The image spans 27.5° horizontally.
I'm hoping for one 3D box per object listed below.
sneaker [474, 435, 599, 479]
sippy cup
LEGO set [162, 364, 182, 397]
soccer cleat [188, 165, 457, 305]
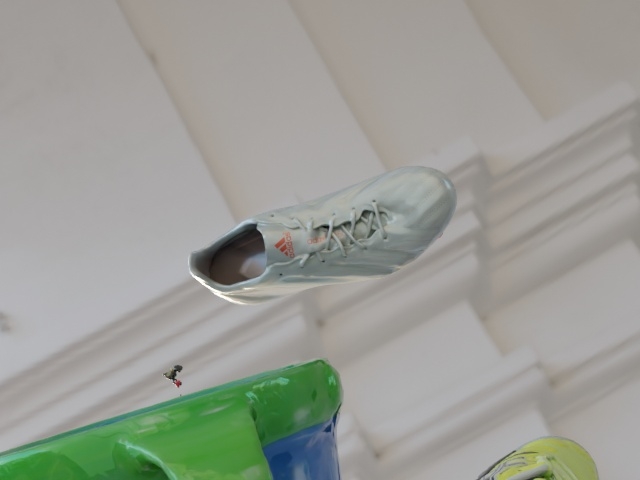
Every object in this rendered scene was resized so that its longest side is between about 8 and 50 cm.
[{"bbox_3d":[0.204,0.272,1.234,0.147,0.145,0.384,-48,-11,29],"label":"sneaker"},{"bbox_3d":[-0.074,0.205,0.752,0.240,0.224,0.305,-18,-5,14],"label":"sippy cup"},{"bbox_3d":[-0.153,0.161,1.274,0.054,0.023,0.083,14,-94,-75],"label":"LEGO set"},{"bbox_3d":[0.000,0.000,0.894,0.196,0.068,0.076,-22,-21,26],"label":"soccer cleat"}]
